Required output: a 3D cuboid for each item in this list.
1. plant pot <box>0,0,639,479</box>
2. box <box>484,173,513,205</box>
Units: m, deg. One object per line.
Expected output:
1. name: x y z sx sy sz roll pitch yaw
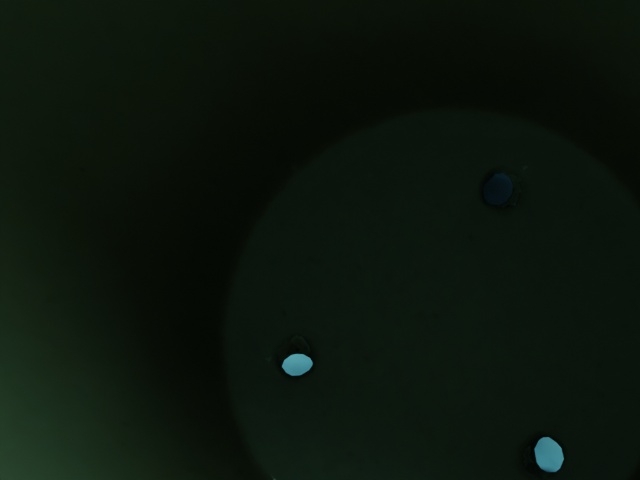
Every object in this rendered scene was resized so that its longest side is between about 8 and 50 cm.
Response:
1. plant pot: 0.000 0.000 0.318 0.256 0.256 0.274 27 -2 18
2. box: 0.197 -0.039 0.657 0.395 0.097 0.318 9 31 -12
